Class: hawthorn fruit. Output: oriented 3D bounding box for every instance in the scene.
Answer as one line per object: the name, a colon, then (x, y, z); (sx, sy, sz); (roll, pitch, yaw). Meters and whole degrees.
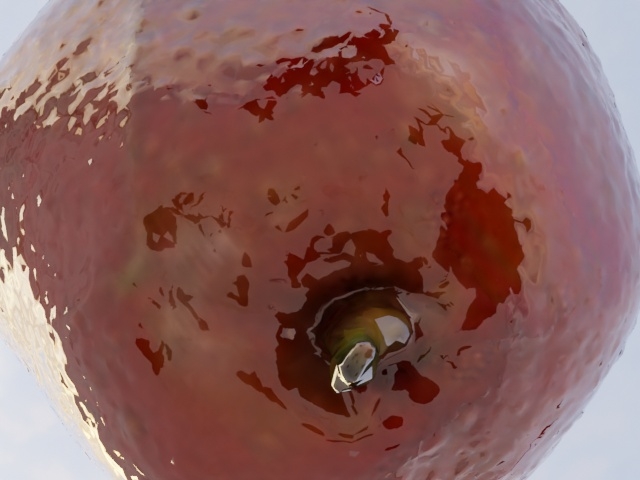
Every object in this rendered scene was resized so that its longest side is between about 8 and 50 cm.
hawthorn fruit: (0.000, 0.000, 0.477); (0.197, 0.225, 0.196); (-2, -74, -6)
